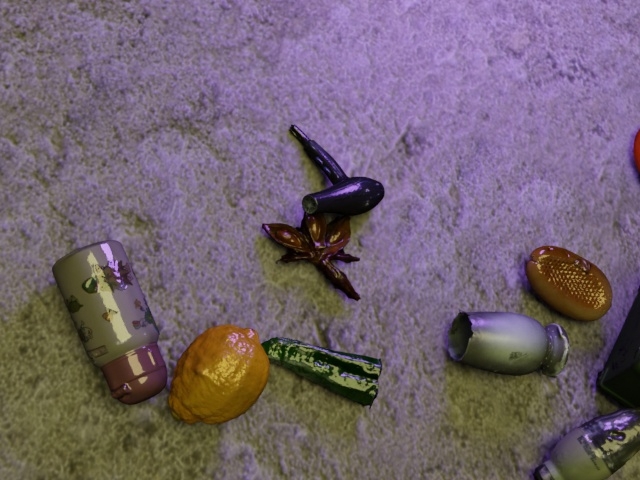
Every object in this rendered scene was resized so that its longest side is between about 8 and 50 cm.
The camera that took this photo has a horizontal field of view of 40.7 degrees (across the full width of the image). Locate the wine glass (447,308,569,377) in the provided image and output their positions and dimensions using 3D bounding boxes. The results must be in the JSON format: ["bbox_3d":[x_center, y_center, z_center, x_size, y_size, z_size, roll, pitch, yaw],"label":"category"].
[{"bbox_3d":[0.335,0.184,1.538,0.204,0.111,0.111,11,70,-16],"label":"wine glass"}]

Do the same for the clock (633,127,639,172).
[{"bbox_3d":[0.748,-0.170,1.805,0.205,0.051,0.205,5,71,-14],"label":"clock"}]

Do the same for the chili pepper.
[{"bbox_3d":[-0.012,0.214,1.458,0.227,0.059,0.088,16,82,-7],"label":"chili pepper"}]

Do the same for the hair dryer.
[{"bbox_3d":[-0.002,-0.130,1.552,0.195,0.075,0.219,-12,55,-49],"label":"hair dryer"}]

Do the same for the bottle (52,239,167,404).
[{"bbox_3d":[-0.321,0.133,1.357,0.120,0.120,0.253,-22,82,-22],"label":"bottle"}]

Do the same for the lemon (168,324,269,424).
[{"bbox_3d":[-0.161,0.216,1.364,0.142,0.142,0.187,45,79,1],"label":"lemon"}]

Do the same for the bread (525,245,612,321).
[{"bbox_3d":[0.465,0.079,1.631,0.189,0.077,0.114,33,87,-6],"label":"bread"}]

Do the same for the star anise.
[{"bbox_3d":[0.001,-0.002,1.529,0.212,0.053,0.157,25,68,-6],"label":"star anise"}]

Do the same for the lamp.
[{"bbox_3d":[0.486,0.363,1.506,0.250,0.101,0.101,-32,84,4],"label":"lamp"}]

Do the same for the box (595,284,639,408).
[{"bbox_3d":[0.654,0.174,1.570,0.178,0.253,0.328,30,66,4],"label":"box"}]
